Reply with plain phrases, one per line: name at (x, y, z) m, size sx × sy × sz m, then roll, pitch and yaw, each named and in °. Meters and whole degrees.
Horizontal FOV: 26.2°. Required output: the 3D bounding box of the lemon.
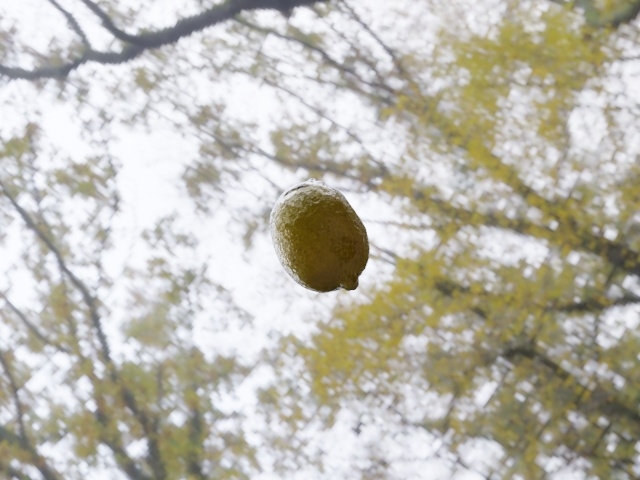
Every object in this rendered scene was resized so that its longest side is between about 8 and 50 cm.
lemon at (0.000, 0.000, 1.175) m, size 0.082 × 0.110 × 0.082 m, roll -20°, pitch -28°, yaw -11°
